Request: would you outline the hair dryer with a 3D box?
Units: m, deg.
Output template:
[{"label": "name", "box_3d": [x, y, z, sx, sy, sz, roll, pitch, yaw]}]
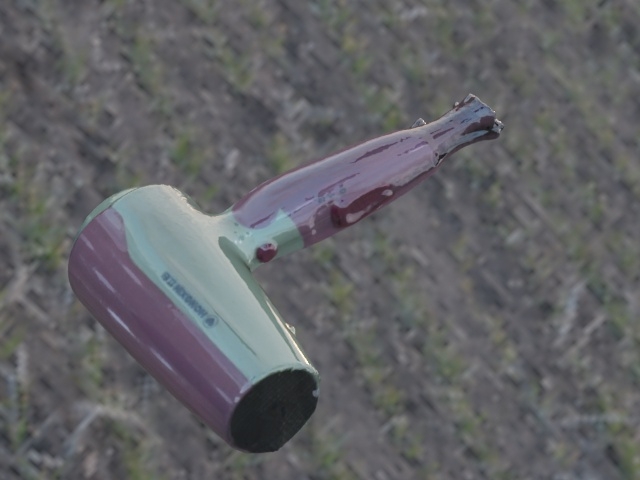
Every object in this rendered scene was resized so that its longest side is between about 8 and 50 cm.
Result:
[{"label": "hair dryer", "box_3d": [-0.002, -0.005, 0.664, 0.106, 0.154, 0.054, 40, -18, 39]}]
